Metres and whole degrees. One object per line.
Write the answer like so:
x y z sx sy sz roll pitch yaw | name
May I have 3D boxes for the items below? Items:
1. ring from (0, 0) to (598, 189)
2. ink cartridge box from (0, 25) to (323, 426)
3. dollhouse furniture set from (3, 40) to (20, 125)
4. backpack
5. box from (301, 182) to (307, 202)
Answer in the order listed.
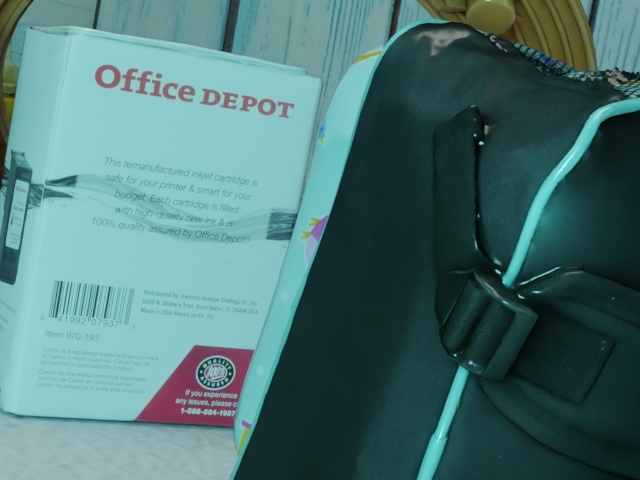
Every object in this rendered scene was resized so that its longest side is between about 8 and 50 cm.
-0.040 -0.052 0.729 0.337 0.336 0.032 9 48 -7 | ring
-0.072 -0.006 0.638 0.109 0.150 0.063 8 7 -28 | ink cartridge box
-0.349 -0.074 0.847 0.201 0.152 0.374 15 7 39 | dollhouse furniture set
0.079 0.035 0.410 0.188 0.165 0.144 10 14 -26 | backpack
0.000 0.000 1.136 0.137 0.072 0.126 6 7 -45 | box
